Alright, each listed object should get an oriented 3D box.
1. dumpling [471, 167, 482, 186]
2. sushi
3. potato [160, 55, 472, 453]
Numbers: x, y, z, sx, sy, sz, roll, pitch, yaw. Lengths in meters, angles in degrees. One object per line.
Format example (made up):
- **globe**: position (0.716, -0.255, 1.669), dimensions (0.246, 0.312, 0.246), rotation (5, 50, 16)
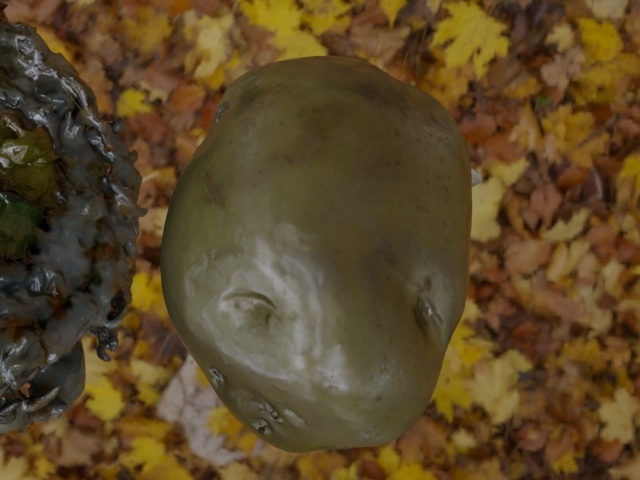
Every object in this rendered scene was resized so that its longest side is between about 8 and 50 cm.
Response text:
- **dumpling**: position (0.148, -0.078, 1.357), dimensions (0.077, 0.043, 0.059), rotation (44, 151, -16)
- **sushi**: position (-0.335, -0.018, 1.049), dimensions (0.417, 0.417, 0.176), rotation (35, 142, -11)
- **potato**: position (0.000, 0.000, 0.926), dimensions (0.243, 0.326, 0.221), rotation (26, 147, -32)
